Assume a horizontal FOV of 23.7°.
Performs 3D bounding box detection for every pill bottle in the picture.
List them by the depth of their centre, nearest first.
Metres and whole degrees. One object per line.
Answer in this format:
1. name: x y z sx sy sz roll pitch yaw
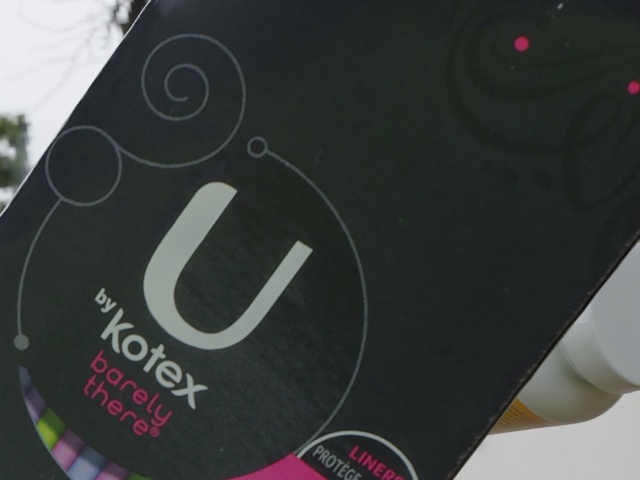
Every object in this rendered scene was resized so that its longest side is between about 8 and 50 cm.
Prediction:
1. pill bottle: 0.125 0.061 0.965 0.118 0.117 0.208 -4 -9 -37

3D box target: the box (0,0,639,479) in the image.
1. box: 0.000 0.000 0.521 0.270 0.165 0.143 -54 -4 8
